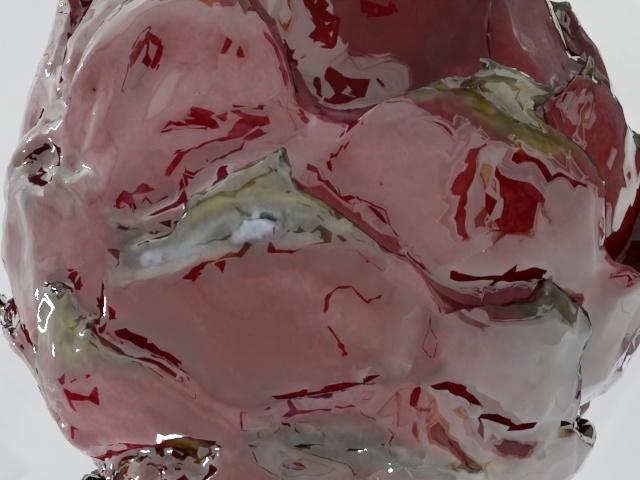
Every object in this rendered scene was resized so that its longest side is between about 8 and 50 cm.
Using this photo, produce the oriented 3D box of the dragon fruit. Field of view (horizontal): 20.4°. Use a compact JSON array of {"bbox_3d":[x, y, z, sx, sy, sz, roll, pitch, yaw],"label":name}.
[{"bbox_3d":[0.003,0.001,0.823,0.329,0.329,0.329,40,168,11],"label":"dragon fruit"}]
